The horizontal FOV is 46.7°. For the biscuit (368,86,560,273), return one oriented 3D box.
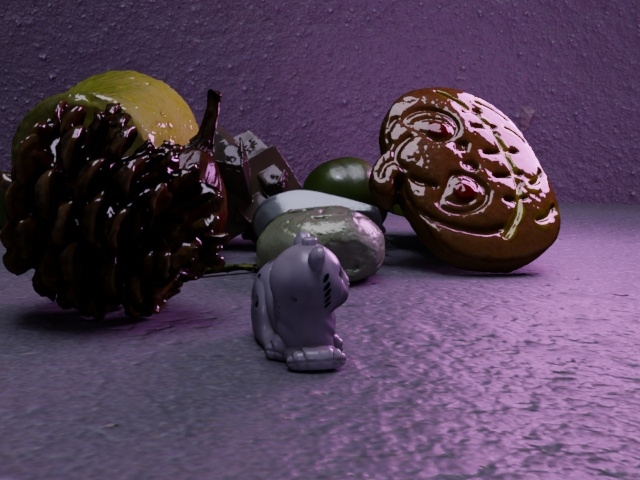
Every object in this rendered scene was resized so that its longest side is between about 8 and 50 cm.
[{"bbox_3d":[0.247,-0.120,1.304,0.350,0.394,0.070,-10,-31,-25],"label":"biscuit"}]

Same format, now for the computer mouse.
[{"bbox_3d":[-0.004,-0.030,1.294,0.230,0.128,0.079,4,47,-6],"label":"computer mouse"}]

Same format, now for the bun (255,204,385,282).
[{"bbox_3d":[0.000,0.000,1.141,0.221,0.108,0.221,2,7,0],"label":"bun"}]

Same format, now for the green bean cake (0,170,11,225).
[{"bbox_3d":[-0.763,-0.092,1.605,0.248,0.125,0.222,11,10,40],"label":"green bean cake"}]

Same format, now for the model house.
[{"bbox_3d":[-0.145,-0.084,1.407,0.211,0.204,0.243,-33,54,-17],"label":"model house"}]

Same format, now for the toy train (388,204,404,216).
[{"bbox_3d":[0.263,-0.097,1.563,0.272,0.179,0.442,14,6,-9],"label":"toy train"}]

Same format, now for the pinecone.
[{"bbox_3d":[-0.239,-0.020,0.834,0.257,0.243,0.243,45,7,-3],"label":"pinecone"}]

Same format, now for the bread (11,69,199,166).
[{"bbox_3d":[-0.430,-0.174,1.509,0.348,0.348,0.308,2,11,2],"label":"bread"}]

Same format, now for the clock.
[{"bbox_3d":[-0.021,0.048,0.732,0.080,0.117,0.176,1,7,-14],"label":"clock"}]

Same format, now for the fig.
[{"bbox_3d":[-0.248,-0.112,1.260,0.190,0.290,0.190,8,17,-2],"label":"fig"}]

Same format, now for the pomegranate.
[{"bbox_3d":[0.058,-0.059,1.460,0.187,0.187,0.225,-2,32,-27],"label":"pomegranate"}]

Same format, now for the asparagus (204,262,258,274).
[{"bbox_3d":[-0.145,0.044,1.125,0.127,0.018,0.015,-4,35,-37],"label":"asparagus"}]
